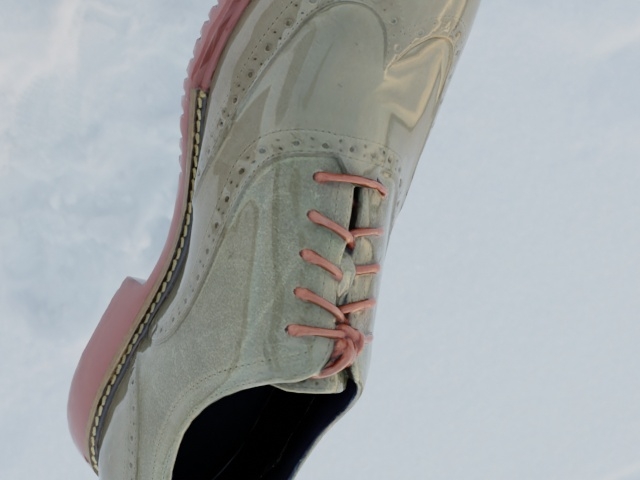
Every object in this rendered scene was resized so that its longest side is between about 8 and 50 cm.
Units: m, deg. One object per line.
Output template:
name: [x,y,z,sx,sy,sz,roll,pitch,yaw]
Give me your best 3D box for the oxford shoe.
oxford shoe: [0.000,0.000,0.453,0.123,0.130,0.348,8,116,-34]
